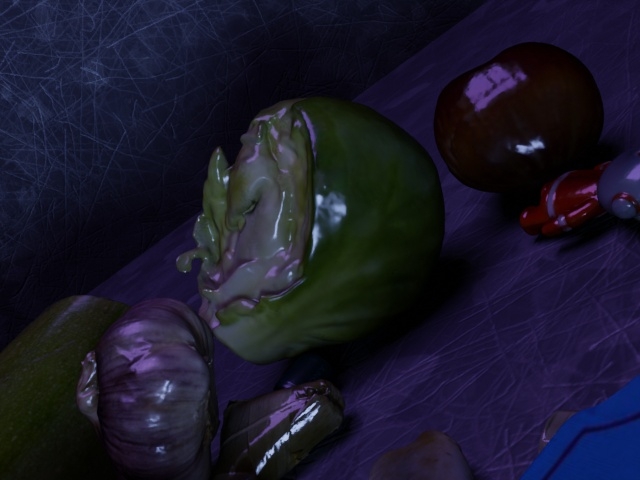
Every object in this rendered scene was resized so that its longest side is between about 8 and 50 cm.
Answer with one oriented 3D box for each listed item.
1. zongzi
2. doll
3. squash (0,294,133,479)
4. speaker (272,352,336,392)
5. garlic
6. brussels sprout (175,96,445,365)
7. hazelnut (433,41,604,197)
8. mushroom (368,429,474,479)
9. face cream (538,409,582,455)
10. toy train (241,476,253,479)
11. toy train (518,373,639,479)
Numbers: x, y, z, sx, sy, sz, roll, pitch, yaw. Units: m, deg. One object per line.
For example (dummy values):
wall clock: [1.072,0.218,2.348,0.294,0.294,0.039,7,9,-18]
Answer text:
zongzi: [-0.052,0.244,0.897,0.160,0.078,0.176,-27,29,28]
doll: [0.342,-0.061,0.934,0.142,0.076,0.245,-47,16,-29]
squash: [-0.392,0.285,1.136,0.263,0.263,0.384,-27,19,28]
speaker: [-0.030,0.186,1.020,0.094,0.060,0.075,-15,25,51]
garlic: [-0.201,0.188,0.936,0.160,0.245,0.245,-6,15,-7]
brussels sprout: [0.000,0.000,1.077,0.371,0.315,0.276,-56,38,10]
hazelnut: [0.281,-0.160,1.114,0.229,0.229,0.229,-33,17,11]
mushroom: [0.080,0.255,0.592,0.100,0.081,0.312,-29,13,13]
face cream: [0.265,0.155,0.534,0.224,0.070,0.114,-6,33,44]
toy train: [-0.133,0.319,0.828,0.202,0.081,0.060,-33,16,9]
toy train: [0.167,0.211,0.341,0.300,0.188,0.265,-45,16,-18]
